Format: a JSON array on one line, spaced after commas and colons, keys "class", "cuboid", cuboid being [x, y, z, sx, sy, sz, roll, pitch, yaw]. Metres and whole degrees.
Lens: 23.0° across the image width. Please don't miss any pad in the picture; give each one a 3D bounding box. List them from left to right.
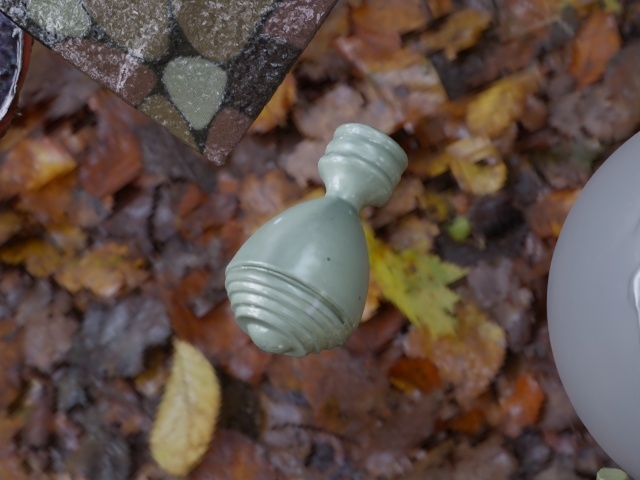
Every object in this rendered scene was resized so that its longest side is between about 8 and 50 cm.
[{"class": "pad", "cuboid": [-0.049, -0.168, 0.741, 0.235, 0.158, 0.003, -54, 4, 21]}]

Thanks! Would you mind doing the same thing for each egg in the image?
[{"class": "egg", "cuboid": [0.183, 0.027, 0.649, 0.176, 0.232, 0.176, 0, 88, 12]}]

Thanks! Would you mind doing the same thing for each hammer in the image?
[{"class": "hammer", "cuboid": [0.261, 0.260, 1.329, 0.028, 0.060, 0.195, 1, 17, -2]}]

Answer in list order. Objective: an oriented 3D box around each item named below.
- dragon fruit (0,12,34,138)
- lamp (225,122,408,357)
[{"class": "dragon fruit", "cuboid": [-0.329, -0.164, 1.283, 0.223, 0.218, 0.148, -15, 8, 8]}, {"class": "lamp", "cuboid": [0.000, 0.000, 1.182, 0.106, 0.106, 0.193, 11, 62, 32]}]
